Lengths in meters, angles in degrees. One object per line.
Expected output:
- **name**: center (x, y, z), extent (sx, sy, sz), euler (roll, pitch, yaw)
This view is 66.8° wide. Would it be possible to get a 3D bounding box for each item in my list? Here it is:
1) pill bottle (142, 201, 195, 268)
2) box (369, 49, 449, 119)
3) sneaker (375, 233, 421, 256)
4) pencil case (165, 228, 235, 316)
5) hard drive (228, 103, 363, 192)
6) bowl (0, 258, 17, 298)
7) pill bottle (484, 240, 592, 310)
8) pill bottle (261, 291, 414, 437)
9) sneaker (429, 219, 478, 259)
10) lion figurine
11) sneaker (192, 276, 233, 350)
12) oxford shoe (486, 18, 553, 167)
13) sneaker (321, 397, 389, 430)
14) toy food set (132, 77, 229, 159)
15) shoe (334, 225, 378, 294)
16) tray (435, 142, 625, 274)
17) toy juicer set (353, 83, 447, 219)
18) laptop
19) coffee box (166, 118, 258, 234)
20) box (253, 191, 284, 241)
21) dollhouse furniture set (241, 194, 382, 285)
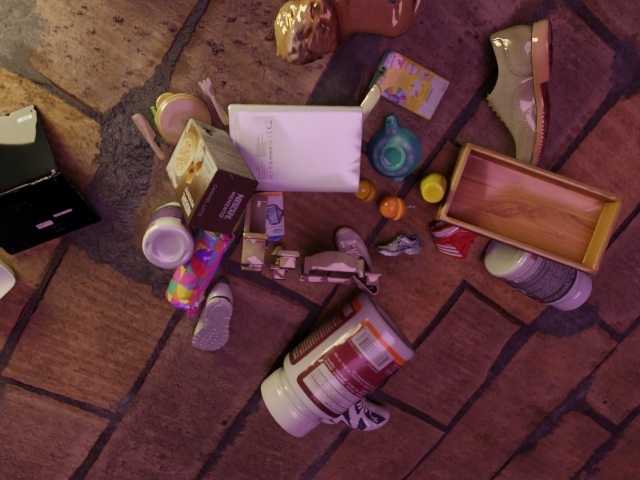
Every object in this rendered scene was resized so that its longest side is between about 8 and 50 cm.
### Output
- **pill bottle**: center (-0.344, -0.021, 1.125), extent (0.108, 0.193, 0.108), euler (-5, 113, -11)
- **box**: center (0.211, -0.378, 1.178), extent (0.179, 0.043, 0.105), euler (21, 107, -21)
- **sneaker**: center (0.214, 0.010, 1.340), extent (0.135, 0.052, 0.058), euler (-4, 103, -18)
- **pencil case**: center (-0.303, 0.069, 1.223), extent (0.104, 0.104, 0.236), euler (21, 107, -19)
- **hard drive**: center (-0.058, -0.218, 1.159), extent (0.307, 0.040, 0.203), euler (1, 112, -1)
- **bowl**: center (-0.808, 0.081, 1.147), extent (0.142, 0.053, 0.142), euler (-39, 115, 5)
- **pill bottle**: center (0.626, 0.086, 1.391), extent (0.283, 0.161, 0.161), euler (29, 104, -21)
- **pill bottle**: center (0.043, 0.346, 1.341), extent (0.392, 0.224, 0.224), euler (-40, 114, 6)
- **sneaker**: center (0.422, -0.028, 1.356), extent (0.221, 0.087, 0.128), euler (-18, 124, 9)
- **lion figurine**: center (0.095, -0.503, 1.052), extent (0.392, 0.142, 0.240), euler (-4, 120, -15)
- **sneaker**: center (-0.282, 0.205, 1.297), extent (0.090, 0.095, 0.235), euler (14, 128, -22)
- **oxford shoe**: center (0.500, -0.343, 1.228), extent (0.146, 0.140, 0.397), euler (4, 126, 26)
- **sneaker**: center (0.116, 0.489, 1.486), extent (0.235, 0.094, 0.153), euler (13, 118, -6)
- **toy food set**: center (-0.316, -0.280, 1.116), extent (0.192, 0.038, 0.132), euler (-28, 122, -5)
- **shoe**: center (0.105, 0.057, 1.325), extent (0.076, 0.058, 0.219), euler (-28, 115, 1)
- **tray**: center (0.524, -0.079, 1.234), extent (0.411, 0.076, 0.203), euler (20, 92, 1)
- **toy juicer set**: center (0.154, -0.201, 1.228), extent (0.209, 0.089, 0.329), euler (-31, 104, 25)
- **laptop**: center (-0.682, -0.129, 1.110), extent (0.234, 0.136, 0.264), euler (-22, 140, -2)
- **coffee box**: center (-0.242, -0.141, 1.052), extent (0.098, 0.246, 0.141), euler (16, 117, -37)
- **box**: center (-0.135, -0.063, 1.244), extent (0.081, 0.028, 0.136), euler (-4, 115, -10)
- **dollhouse furniture set**: center (0.000, 0.000, 1.144), extent (0.355, 0.303, 0.174), euler (4, 80, -6)
